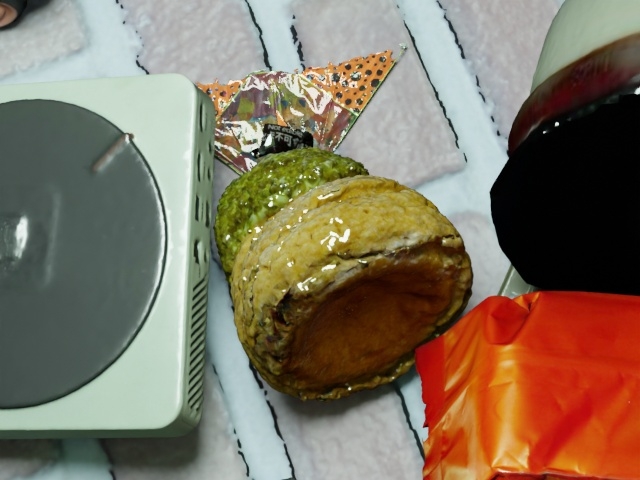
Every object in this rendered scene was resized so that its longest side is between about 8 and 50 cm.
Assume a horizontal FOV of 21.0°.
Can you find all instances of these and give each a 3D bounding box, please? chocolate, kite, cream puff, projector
[{"bbox_3d":[0.266,-0.088,1.228,0.284,0.283,0.186,7,52,3],"label":"chocolate"},{"bbox_3d":[-0.033,-0.080,1.338,0.222,0.008,0.125,-8,73,-2],"label":"kite"},{"bbox_3d":[0.000,0.000,1.238,0.183,0.183,0.169,-26,54,-7],"label":"cream puff"},{"bbox_3d":[-0.205,0.015,1.257,0.259,0.079,0.257,-2,76,17],"label":"projector"}]

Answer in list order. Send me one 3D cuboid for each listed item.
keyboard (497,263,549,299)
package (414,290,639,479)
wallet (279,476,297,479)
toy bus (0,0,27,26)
[{"bbox_3d":[0.149,0.061,1.291,0.049,0.015,0.129,22,75,12],"label":"keyboard"},{"bbox_3d":[0.275,0.142,1.168,0.424,0.123,0.196,7,42,-2],"label":"package"},{"bbox_3d":[-0.095,0.276,1.221,0.244,0.025,0.124,-29,72,-6],"label":"wallet"},{"bbox_3d":[-0.336,-0.280,1.293,0.288,0.232,0.194,-6,70,1],"label":"toy bus"}]
